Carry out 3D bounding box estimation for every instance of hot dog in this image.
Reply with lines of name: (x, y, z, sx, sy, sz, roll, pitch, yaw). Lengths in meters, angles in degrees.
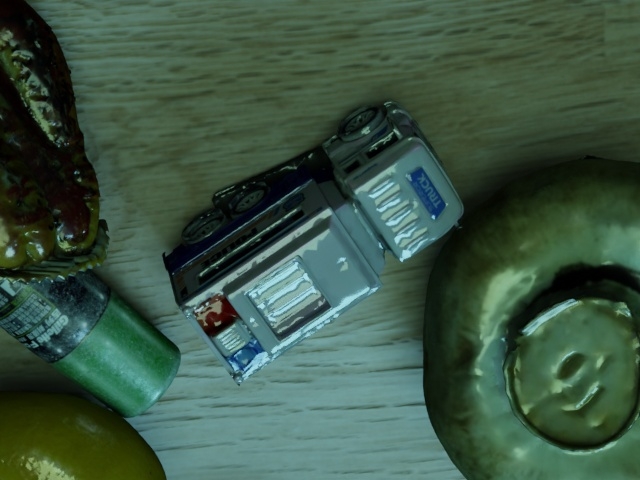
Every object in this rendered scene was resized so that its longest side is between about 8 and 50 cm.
hot dog: (-0.267, -0.089, 1.177, 0.162, 0.082, 0.270, -18, 86, -45)

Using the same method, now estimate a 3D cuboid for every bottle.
bottle: (-0.271, 0.035, 1.246, 0.093, 0.093, 0.330, -44, 114, 5)

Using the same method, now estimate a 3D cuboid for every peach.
peach: (-0.268, 0.245, 1.275, 0.251, 0.153, 0.251, -4, 127, -5)

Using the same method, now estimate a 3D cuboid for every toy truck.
toy truck: (0.000, 0.000, 1.245, 0.268, 0.155, 0.124, -34, 112, 3)

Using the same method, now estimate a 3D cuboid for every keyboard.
keyboard: (-0.002, -0.052, 1.318, 0.196, 0.015, 0.074, -24, 112, -1)

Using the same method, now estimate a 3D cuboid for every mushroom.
mushroom: (0.252, 0.094, 1.252, 0.352, 0.260, 0.352, 1, 92, 19)

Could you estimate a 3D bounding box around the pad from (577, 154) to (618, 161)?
pad: (0.289, -0.002, 1.381, 0.112, 0.003, 0.157, 11, 104, -12)
